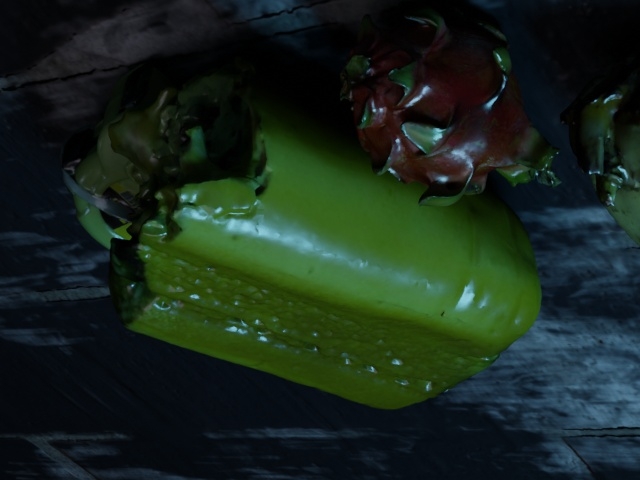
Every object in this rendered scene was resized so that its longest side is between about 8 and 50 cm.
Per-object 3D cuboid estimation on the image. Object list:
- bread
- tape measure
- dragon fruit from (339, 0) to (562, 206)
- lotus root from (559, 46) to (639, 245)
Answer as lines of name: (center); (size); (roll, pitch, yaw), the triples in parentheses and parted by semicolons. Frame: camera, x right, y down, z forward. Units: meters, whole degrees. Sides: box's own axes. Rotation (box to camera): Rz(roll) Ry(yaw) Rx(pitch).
bread: (0.000, 0.000, 1.260); (0.377, 0.208, 0.251); (23, 145, -28)
tape measure: (-0.147, -0.058, 1.390); (0.175, 0.106, 0.200); (-27, 130, 34)
dragon fruit: (0.112, -0.089, 1.147); (0.135, 0.137, 0.236); (-42, 121, 17)
lotus root: (0.314, -0.013, 1.087); (0.309, 0.173, 0.173); (48, 147, -1)
